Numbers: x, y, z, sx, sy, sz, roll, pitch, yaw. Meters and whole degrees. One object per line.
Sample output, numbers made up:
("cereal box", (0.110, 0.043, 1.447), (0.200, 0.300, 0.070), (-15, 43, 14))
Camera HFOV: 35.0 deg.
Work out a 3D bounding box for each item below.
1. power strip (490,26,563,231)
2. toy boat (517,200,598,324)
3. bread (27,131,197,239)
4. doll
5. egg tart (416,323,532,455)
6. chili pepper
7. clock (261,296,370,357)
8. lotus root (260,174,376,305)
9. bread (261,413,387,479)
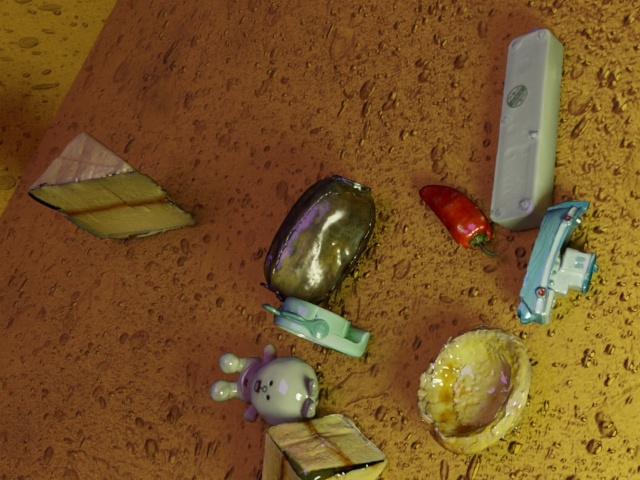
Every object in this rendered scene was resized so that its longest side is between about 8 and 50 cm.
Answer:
("power strip", (0.359, -0.202, 1.745), (0.091, 0.062, 0.385), (-13, 58, 44))
("toy boat", (0.378, 0.037, 1.572), (0.102, 0.088, 0.215), (15, 76, 17))
("bread", (-0.488, -0.078, 2.443), (0.242, 0.345, 0.405), (-51, 45, 0))
("doll", (-0.085, 0.277, 1.921), (0.275, 0.113, 0.155), (5, 80, 43))
("egg tart", (0.247, 0.235, 1.573), (0.212, 0.090, 0.213), (-25, 52, 36))
("chili pepper", (0.242, -0.044, 1.784), (0.071, 0.063, 0.272), (-41, 37, 4))
("clock", (-0.012, 0.152, 1.843), (0.148, 0.188, 0.060), (15, 80, 50))
("lotus root", (0.000, 0.000, 1.956), (0.275, 0.160, 0.152), (-57, 7, 4))
("bread", (-0.005, 0.454, 1.766), (0.167, 0.163, 0.264), (40, 129, 51))
